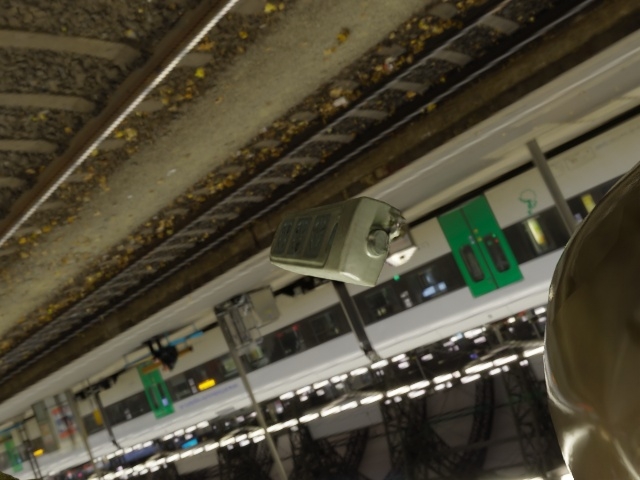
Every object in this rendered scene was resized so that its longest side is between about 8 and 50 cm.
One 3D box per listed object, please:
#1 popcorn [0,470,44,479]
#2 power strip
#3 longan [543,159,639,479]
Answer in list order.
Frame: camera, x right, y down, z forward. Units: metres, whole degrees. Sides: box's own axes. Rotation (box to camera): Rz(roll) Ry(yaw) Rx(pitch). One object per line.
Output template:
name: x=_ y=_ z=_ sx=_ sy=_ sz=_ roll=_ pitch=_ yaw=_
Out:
popcorn: x=-0.178 y=0.220 z=0.272 sx=0.286 sy=0.225 sz=0.174 roll=-3 pitch=173 yaw=-5
power strip: x=0.002 y=0.001 z=0.698 sx=0.048 sy=0.080 sz=0.286 roll=23 pitch=172 yaw=-18
longan: x=0.326 y=0.057 z=0.347 sx=0.405 sy=0.336 sz=0.404 roll=-17 pitch=156 yaw=-8
